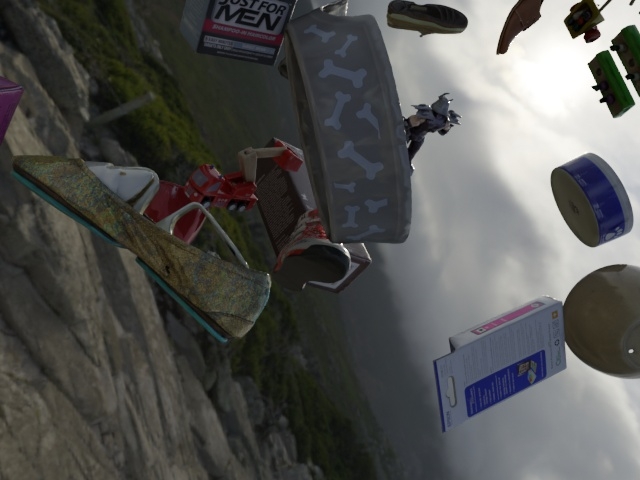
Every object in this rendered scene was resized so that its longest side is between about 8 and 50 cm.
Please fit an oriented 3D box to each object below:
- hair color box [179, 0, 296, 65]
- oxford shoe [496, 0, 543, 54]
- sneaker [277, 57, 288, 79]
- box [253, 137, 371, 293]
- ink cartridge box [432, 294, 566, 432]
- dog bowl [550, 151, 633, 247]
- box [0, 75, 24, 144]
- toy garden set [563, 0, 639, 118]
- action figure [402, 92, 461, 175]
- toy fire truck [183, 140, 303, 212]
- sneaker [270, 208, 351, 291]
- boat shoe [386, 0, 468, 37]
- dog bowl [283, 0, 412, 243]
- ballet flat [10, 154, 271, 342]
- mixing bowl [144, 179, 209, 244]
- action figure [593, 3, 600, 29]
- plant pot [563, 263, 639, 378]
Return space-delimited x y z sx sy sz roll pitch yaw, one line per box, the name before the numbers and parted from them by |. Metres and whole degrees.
hair color box | -0.132 -0.549 1.202 0.113 0.185 0.374 54 -48 39
oxford shoe | 0.526 -0.574 1.591 0.076 0.212 0.076 31 11 14
sneaker | 0.010 -0.315 1.200 0.106 0.101 0.267 52 19 12
box | -0.037 -0.066 1.544 0.191 0.143 0.381 18 35 -43
ink cartridge box | 0.389 0.264 1.348 0.069 0.371 0.176 19 -56 58
dog bowl | 0.784 -0.116 1.785 0.265 0.104 0.265 -25 90 -87
box | -0.344 -0.046 0.351 0.214 0.243 0.117 -63 -165 10
toy garden set | 0.473 -0.332 0.938 0.244 0.049 0.204 118 -44 -69
action figure | 0.232 -0.265 1.537 0.285 0.185 0.099 -50 -139 40
toy fire truck | -0.131 -0.115 1.059 0.047 0.135 0.192 48 24 28
sneaker | -0.001 -0.001 1.057 0.090 0.145 0.270 32 -20 -11
boat shoe | 0.249 -0.511 1.439 0.072 0.190 0.068 92 17 -58
dog bowl | 0.028 -0.154 0.854 0.349 0.102 0.349 168 -90 -86
ballet flat | -0.206 -0.019 0.747 0.348 0.123 0.123 38 0 2
mixing bowl | -0.305 -0.027 1.147 0.181 0.181 0.098 70 21 -62
action figure | 0.860 -0.685 1.921 0.030 0.038 0.115 29 -14 32
plant pot | 0.747 0.214 1.459 0.191 0.284 0.284 -72 145 -79
